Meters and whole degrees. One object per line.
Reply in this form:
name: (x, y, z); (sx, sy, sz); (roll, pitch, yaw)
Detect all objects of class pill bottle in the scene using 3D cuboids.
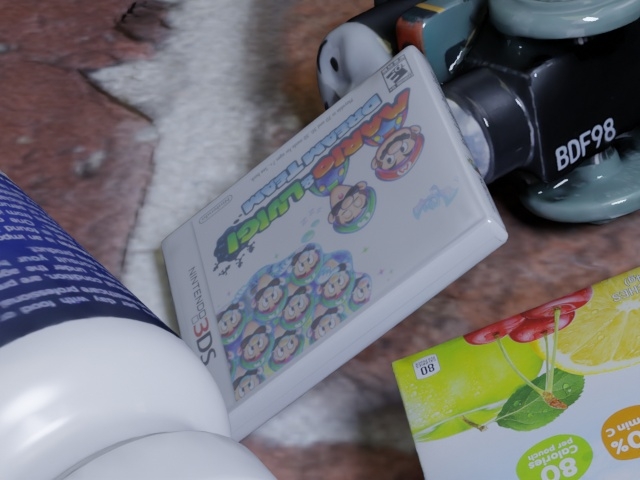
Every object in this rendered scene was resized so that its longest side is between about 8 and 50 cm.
pill bottle: (-0.127, 0.070, 0.726); (0.153, 0.153, 0.265); (-25, 42, -28)

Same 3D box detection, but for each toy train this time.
toy train: (0.155, -0.123, 1.008); (0.334, 0.142, 0.190); (-30, 32, -29)

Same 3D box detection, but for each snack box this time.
snack box: (0.133, 0.099, 0.711); (0.174, 0.070, 0.207); (-22, 38, 5)

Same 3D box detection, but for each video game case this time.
video game case: (0.000, 0.000, 0.855); (0.157, 0.019, 0.143); (-37, 35, 14)
